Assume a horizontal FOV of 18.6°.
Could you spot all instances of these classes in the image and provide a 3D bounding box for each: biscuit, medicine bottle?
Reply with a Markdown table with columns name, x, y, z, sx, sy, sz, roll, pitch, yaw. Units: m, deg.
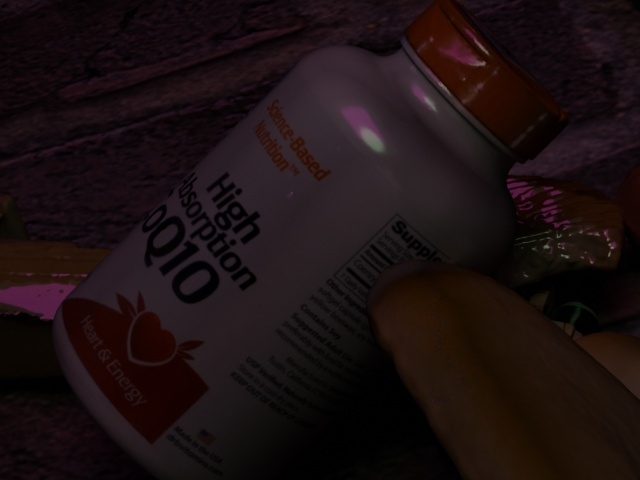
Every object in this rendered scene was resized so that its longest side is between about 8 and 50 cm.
| name | x | y | z | sx | sy | sz | roll | pitch | yaw |
| --- | --- | --- | --- | --- | --- | --- | --- | --- | --- |
| biscuit | 0.070 | -0.001 | 1.189 | 0.229 | 0.031 | 0.176 | -10 | 18 | 10 |
| biscuit | 0.159 | 0.122 | 0.936 | 0.062 | 0.237 | 0.290 | -56 | 35 | 21 |
| medicine bottle | 0.000 | 0.000 | 1.070 | 0.289 | 0.157 | 0.157 | -45 | 39 | 12 |

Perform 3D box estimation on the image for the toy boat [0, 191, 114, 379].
| name | x | y | z | sx | sy | sz | roll | pitch | yaw |
| --- | --- | --- | --- | --- | --- | --- | --- | --- | --- |
| toy boat | -0.241 | 0.028 | 1.254 | 0.321 | 0.089 | 0.121 | -1 | 40 | 19 |

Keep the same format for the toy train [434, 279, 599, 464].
| name | x | y | z | sx | sy | sz | roll | pitch | yaw |
| --- | --- | --- | --- | --- | --- | --- | --- | --- | --- |
| toy train | 0.115 | 0.078 | 1.114 | 0.087 | 0.050 | 0.138 | 9 | 44 | 20 |

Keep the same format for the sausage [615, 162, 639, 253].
| name | x | y | z | sx | sy | sz | roll | pitch | yaw |
| --- | --- | --- | --- | --- | --- | --- | --- | --- | --- |
| sausage | 0.242 | 0.010 | 1.133 | 0.077 | 0.077 | 0.194 | -28 | 41 | -14 |
